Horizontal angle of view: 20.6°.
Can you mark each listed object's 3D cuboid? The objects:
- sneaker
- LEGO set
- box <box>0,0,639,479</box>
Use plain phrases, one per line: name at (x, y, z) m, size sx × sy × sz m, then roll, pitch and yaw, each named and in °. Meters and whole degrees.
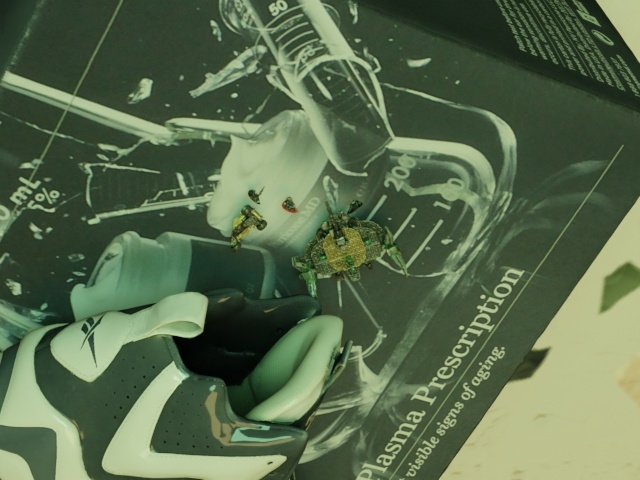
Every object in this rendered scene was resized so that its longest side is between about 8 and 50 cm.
sneaker at (-0.025, 0.101, 0.803) m, size 0.153 × 0.094 × 0.235 m, roll -28°, pitch 120°, yaw 29°
LEGO set at (0.000, -0.002, 0.796) m, size 0.083 × 0.023 × 0.054 m, roll 35°, pitch 109°, yaw -19°
box at (-0.056, -0.014, 0.897) m, size 0.313 × 0.179 × 0.343 m, roll 18°, pitch 120°, yaw -25°
